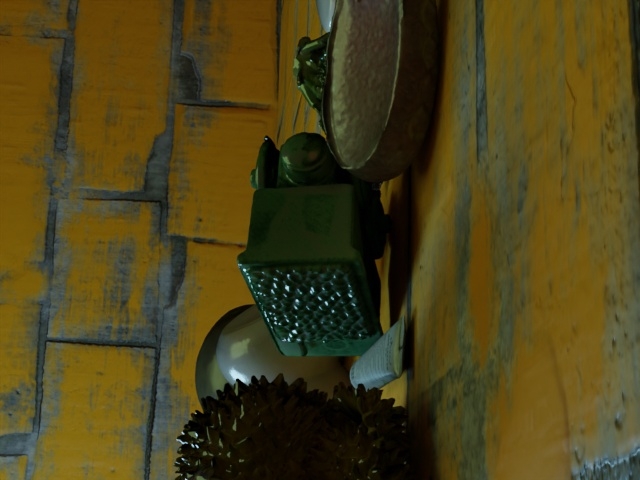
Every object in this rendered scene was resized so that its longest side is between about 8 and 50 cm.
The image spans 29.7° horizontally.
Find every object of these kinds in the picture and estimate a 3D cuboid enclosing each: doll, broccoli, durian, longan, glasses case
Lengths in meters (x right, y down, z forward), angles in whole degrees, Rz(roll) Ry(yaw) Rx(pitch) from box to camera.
[{"bbox_3d":[-0.019,0.169,1.623,0.251,0.221,0.221,-50,-31,-60],"label":"doll"},{"bbox_3d":[0.037,-0.185,1.383,0.146,0.138,0.162,-43,-40,-40],"label":"broccoli"},{"bbox_3d":[-0.020,0.249,1.189,0.293,0.258,0.258,-86,3,-60],"label":"durian"},{"bbox_3d":[-0.085,0.202,1.831,0.248,0.248,0.248,-177,90,-84],"label":"longan"},{"bbox_3d":[0.022,-0.418,1.984,0.233,0.059,0.092,-96,12,-53],"label":"glasses case"}]

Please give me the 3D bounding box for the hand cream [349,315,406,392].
[{"bbox_3d":[0.069,0.136,1.338,0.194,0.042,0.067,126,155,-70],"label":"hand cream"}]

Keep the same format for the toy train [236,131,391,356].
[{"bbox_3d":[0.000,0.000,1.371,0.266,0.145,0.202,70,-159,-58],"label":"toy train"}]

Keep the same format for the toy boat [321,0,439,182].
[{"bbox_3d":[0.073,-0.172,1.243,0.155,0.085,0.227,15,101,57],"label":"toy boat"}]

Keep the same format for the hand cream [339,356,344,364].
[{"bbox_3d":[0.019,0.148,1.885,0.165,0.037,0.057,-111,25,-59],"label":"hand cream"}]

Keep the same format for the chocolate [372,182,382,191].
[{"bbox_3d":[0.070,-0.147,1.525,0.086,0.028,0.182,110,163,-46],"label":"chocolate"}]
